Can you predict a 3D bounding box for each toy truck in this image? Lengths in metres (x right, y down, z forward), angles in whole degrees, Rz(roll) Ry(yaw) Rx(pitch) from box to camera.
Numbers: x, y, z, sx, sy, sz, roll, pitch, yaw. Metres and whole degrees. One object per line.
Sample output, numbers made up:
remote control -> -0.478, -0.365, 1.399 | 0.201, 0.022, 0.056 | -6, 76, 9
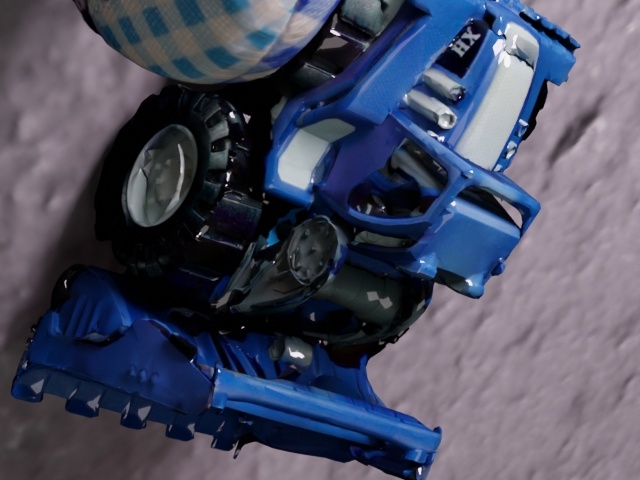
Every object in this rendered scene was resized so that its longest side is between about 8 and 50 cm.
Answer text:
toy truck -> 0.000, 0.000, 0.530 | 0.113, 0.126, 0.208 | 21, 107, -42

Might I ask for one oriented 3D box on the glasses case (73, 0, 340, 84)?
glasses case -> -0.004, -0.198, 0.391 | 0.076, 0.125, 0.327 | -4, 122, -43
